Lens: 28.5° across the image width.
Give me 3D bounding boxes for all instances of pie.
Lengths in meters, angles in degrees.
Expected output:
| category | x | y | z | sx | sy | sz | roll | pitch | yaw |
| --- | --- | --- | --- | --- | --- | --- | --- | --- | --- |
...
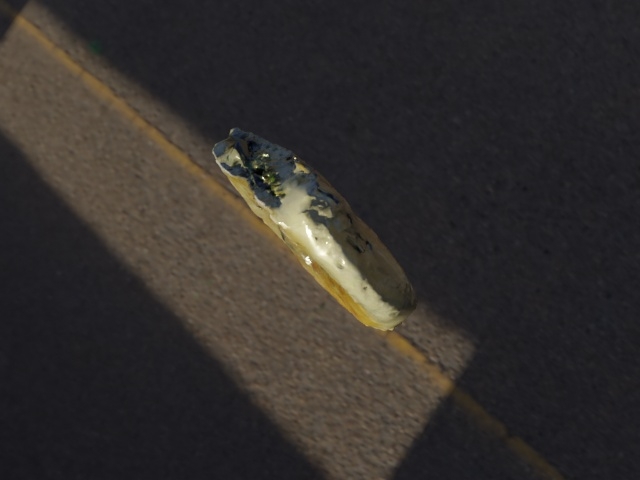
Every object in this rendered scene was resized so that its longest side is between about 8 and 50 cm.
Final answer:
| category | x | y | z | sx | sy | sz | roll | pitch | yaw |
| --- | --- | --- | --- | --- | --- | --- | --- | --- | --- |
| pie | 0.003 | -0.002 | 0.984 | 0.052 | 0.185 | 0.218 | -45 | 30 | -5 |
